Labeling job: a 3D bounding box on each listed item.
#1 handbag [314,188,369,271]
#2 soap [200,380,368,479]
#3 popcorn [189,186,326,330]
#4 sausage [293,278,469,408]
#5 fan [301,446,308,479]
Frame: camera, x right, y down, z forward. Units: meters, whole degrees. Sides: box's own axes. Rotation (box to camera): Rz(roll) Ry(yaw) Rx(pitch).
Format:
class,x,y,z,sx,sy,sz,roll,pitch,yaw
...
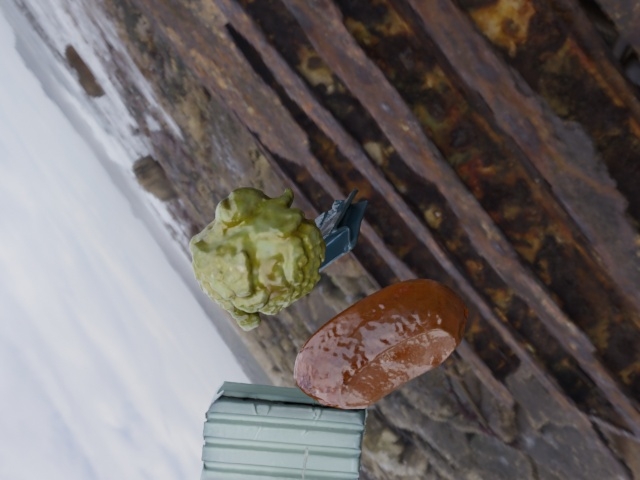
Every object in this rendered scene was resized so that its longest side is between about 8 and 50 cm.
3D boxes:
class,x,y,z,sx,sy,sz,roll,pitch,yaw
handbag,0.000,0.000,1.498,0.062,0.229,0.179,43,-142,-13
soap,-0.053,0.315,1.141,0.094,0.261,0.150,-89,5,-83
popcorn,-0.114,0.032,1.274,0.195,0.256,0.255,26,-120,-62
sausage,0.081,0.140,0.985,0.133,0.258,0.133,60,-179,-1
fan,-0.038,0.389,0.802,0.010,0.310,0.182,29,144,-34
